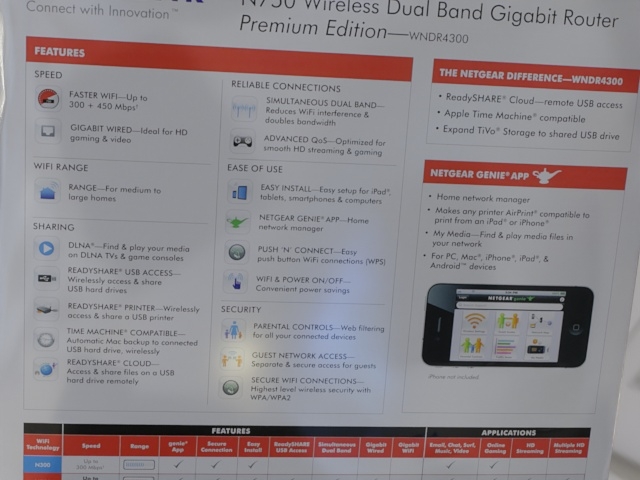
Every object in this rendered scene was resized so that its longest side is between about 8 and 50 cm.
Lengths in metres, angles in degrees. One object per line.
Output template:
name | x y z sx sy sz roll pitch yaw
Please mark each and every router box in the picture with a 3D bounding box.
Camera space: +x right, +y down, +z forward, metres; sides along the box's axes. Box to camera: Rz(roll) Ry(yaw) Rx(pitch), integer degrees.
router box | 0.000 0.000 0.654 0.336 0.301 0.082 3 -166 -8
